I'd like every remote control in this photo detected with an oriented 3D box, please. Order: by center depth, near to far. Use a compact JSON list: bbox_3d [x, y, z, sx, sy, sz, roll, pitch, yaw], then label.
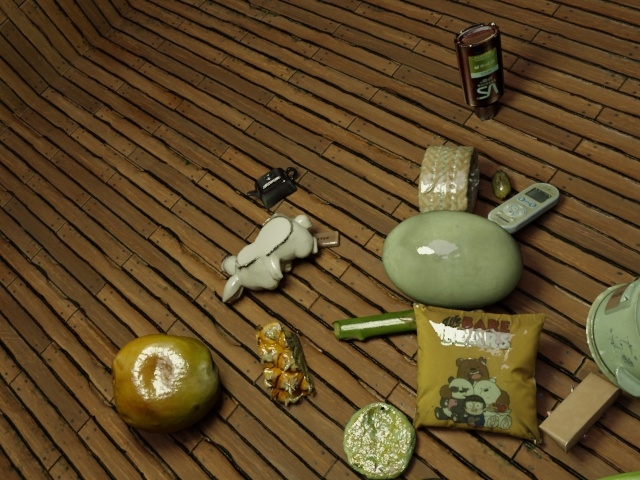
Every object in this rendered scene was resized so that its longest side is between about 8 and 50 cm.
[{"bbox_3d":[0.546,-0.084,1.705,0.244,0.047,0.087,-29,43,-25],"label":"remote control"}]

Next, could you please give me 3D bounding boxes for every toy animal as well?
[{"bbox_3d":[-0.165,0.049,1.861,0.325,0.154,0.208,-23,46,15],"label":"toy animal"}]

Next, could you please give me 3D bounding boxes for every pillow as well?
[{"bbox_3d":[0.369,0.311,1.512,0.310,0.119,0.312,2,87,23],"label":"pillow"}]

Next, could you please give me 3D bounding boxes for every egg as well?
[{"bbox_3d":[0.332,0.050,1.614,0.352,0.258,0.258,5,63,13],"label":"egg"}]

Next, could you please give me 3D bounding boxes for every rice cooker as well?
[{"bbox_3d":[0.739,0.198,1.374,0.264,0.316,0.317,34,75,5],"label":"rice cooker"}]

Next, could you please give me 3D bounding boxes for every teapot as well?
[{"bbox_3d":[-0.153,-0.182,2.022,0.177,0.096,0.087,-32,56,-1],"label":"teapot"}]

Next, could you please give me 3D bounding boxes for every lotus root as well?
[{"bbox_3d":[0.510,-0.161,1.801,0.049,0.054,0.099,1,61,-4],"label":"lotus root"}]

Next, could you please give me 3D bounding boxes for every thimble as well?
[{"bbox_3d":[0.360,-0.158,1.761,0.148,0.196,0.229,1,35,22],"label":"thimble"}]

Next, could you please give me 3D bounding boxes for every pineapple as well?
[{"bbox_3d":[-0.097,0.313,1.692,0.114,0.186,0.236,-16,100,5],"label":"pineapple"}]

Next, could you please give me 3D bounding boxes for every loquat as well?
[{"bbox_3d":[-0.414,0.377,1.705,0.283,0.276,0.276,-13,56,-9],"label":"loquat"}]

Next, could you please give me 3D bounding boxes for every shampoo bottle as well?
[{"bbox_3d":[0.466,-0.476,1.835,0.129,0.323,0.084,-17,57,8],"label":"shampoo bottle"}]

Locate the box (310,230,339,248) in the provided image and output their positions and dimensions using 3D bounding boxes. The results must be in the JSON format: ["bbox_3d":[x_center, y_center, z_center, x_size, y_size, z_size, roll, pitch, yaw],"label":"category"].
[{"bbox_3d":[0.000,0.000,1.906,0.115,0.025,0.048,-6,61,16],"label":"box"}]

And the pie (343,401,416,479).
[{"bbox_3d":[0.144,0.494,1.560,0.186,0.041,0.187,-8,59,14],"label":"pie"}]

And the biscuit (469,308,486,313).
[{"bbox_3d":[0.343,0.243,1.613,0.183,0.061,0.118,-16,89,16],"label":"biscuit"}]

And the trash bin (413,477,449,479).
[{"bbox_3d":[0.191,0.642,1.358,0.334,0.214,0.214,-33,56,4],"label":"trash bin"}]

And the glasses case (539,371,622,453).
[{"bbox_3d":[0.585,0.392,1.450,0.193,0.070,0.102,-41,36,-13],"label":"glasses case"}]

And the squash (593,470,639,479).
[{"bbox_3d":[0.680,0.528,1.307,0.370,0.118,0.118,-9,59,17],"label":"squash"}]

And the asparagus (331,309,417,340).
[{"bbox_3d":[0.161,0.225,1.697,0.277,0.060,0.067,-11,46,13],"label":"asparagus"}]
